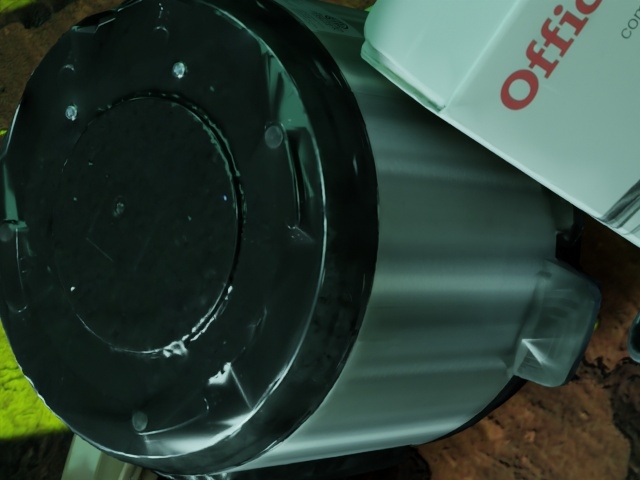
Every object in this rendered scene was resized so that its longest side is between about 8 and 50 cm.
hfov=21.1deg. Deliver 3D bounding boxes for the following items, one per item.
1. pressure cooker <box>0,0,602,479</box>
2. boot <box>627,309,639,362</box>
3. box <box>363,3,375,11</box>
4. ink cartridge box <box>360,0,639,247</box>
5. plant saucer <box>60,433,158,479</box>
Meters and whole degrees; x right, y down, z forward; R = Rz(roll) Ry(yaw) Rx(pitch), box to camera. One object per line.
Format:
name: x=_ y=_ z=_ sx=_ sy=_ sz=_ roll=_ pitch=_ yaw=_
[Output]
pressure cooker: x=0.003 y=-0.005 z=1.362 sx=0.375 sy=0.420 sz=0.370 roll=-30 pitch=72 yaw=33
boot: x=0.385 y=0.049 z=1.089 sx=0.338 sy=0.222 sz=0.118 roll=-34 pitch=22 yaw=12
box: x=0.156 y=-0.189 z=1.666 sx=0.322 sy=0.058 sz=0.232 roll=-25 pitch=42 yaw=21
ink cartridge box: x=0.271 y=-0.131 z=1.173 sx=0.285 sy=0.395 sz=0.166 roll=-56 pitch=27 yaw=8
plant saucer: x=-0.178 y=0.171 z=1.559 sx=0.278 sy=0.041 sz=0.278 roll=-59 pitch=18 yaw=32
